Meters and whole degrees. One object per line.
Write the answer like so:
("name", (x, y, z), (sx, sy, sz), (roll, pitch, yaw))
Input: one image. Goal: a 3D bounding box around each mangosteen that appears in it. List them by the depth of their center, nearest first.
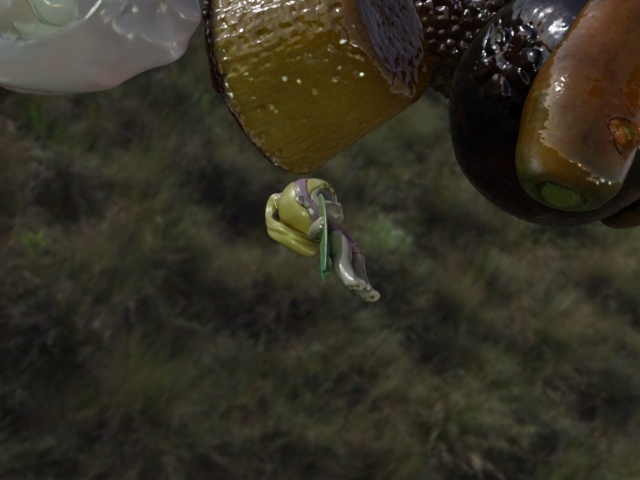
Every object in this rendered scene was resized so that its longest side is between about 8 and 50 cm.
("mangosteen", (0.298, -0.156, 1.559), (0.293, 0.297, 0.297), (-3, 42, -39))

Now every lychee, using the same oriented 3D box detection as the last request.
("lychee", (0.236, -0.300, 1.904), (0.236, 0.236, 0.271), (30, -10, -22))

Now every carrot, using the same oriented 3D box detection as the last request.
("carrot", (0.192, -0.112, 0.948), (0.087, 0.193, 0.087), (20, -23, 9))

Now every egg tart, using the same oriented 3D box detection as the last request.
("egg tart", (-0.002, -0.182, 1.320), (0.215, 0.171, 0.215), (39, 40, -43))

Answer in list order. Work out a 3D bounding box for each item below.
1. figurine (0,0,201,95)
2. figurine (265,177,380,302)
("figurine", (-0.214, -0.168, 0.912), (0.276, 0.200, 0.133), (8, -13, 25))
("figurine", (0.000, 0.000, 1.383), (0.083, 0.083, 0.187), (21, 25, -41))
